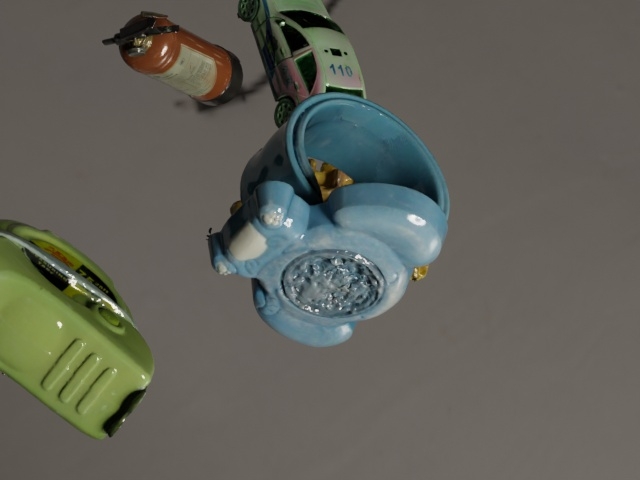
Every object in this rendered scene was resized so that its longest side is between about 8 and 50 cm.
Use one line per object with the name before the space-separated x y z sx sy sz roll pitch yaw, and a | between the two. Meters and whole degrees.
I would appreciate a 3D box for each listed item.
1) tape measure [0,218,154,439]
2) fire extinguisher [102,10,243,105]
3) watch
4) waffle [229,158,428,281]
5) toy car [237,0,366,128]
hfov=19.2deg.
tape measure | -0.203 0.053 1.375 0.177 0.154 0.087 40 104 -9
fire extinguisher | -0.113 -0.146 1.479 0.062 0.177 0.050 -8 80 19
watch | 0.012 -0.035 1.660 0.211 0.211 0.193 1 47 7
waffle | 0.000 0.000 1.884 0.192 0.046 0.161 -26 80 -16
toy car | -0.011 -0.188 1.961 0.090 0.076 0.224 2 59 -39
